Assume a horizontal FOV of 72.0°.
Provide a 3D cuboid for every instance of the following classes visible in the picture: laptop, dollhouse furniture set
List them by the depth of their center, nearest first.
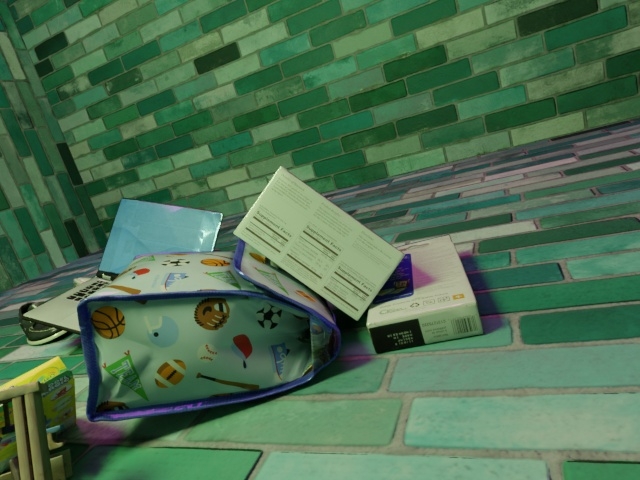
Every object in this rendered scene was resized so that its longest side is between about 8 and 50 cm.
[{"bbox_3d":[-0.400,0.263,0.549,0.128,0.130,0.183,-10,-15,-26],"label":"dollhouse furniture set"},{"bbox_3d":[-0.536,0.064,1.235,0.381,0.237,0.408,9,22,17],"label":"laptop"}]

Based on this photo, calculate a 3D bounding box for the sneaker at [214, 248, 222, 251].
[{"bbox_3d":[-0.430,0.085,1.585,0.221,0.083,0.118,-25,16,-34],"label":"sneaker"}]

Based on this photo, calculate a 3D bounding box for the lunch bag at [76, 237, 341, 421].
[{"bbox_3d":[-0.175,0.129,0.797,0.384,0.239,0.328,-2,11,-8],"label":"lunch bag"}]

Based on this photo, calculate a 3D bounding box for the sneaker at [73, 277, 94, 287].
[{"bbox_3d":[-0.917,0.190,1.796,0.232,0.091,0.115,6,18,38],"label":"sneaker"}]

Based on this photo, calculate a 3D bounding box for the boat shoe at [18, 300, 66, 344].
[{"bbox_3d":[-0.910,0.252,1.438,0.127,0.113,0.339,-26,16,-36],"label":"boat shoe"}]

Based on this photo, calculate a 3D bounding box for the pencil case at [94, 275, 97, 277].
[{"bbox_3d":[-0.674,0.140,1.605,0.272,0.114,0.124,-17,33,-3],"label":"pencil case"}]

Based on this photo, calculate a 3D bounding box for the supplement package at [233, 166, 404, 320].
[{"bbox_3d":[0.000,0.000,0.842,0.145,0.261,0.204,-54,1,3],"label":"supplement package"}]

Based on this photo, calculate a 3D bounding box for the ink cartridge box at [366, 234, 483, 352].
[{"bbox_3d":[0.192,0.084,0.859,0.175,0.069,0.371,-15,16,14],"label":"ink cartridge box"}]

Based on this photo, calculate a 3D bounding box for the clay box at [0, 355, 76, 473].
[{"bbox_3d":[-0.451,0.265,0.676,0.127,0.053,0.222,-30,-23,-44],"label":"clay box"}]
